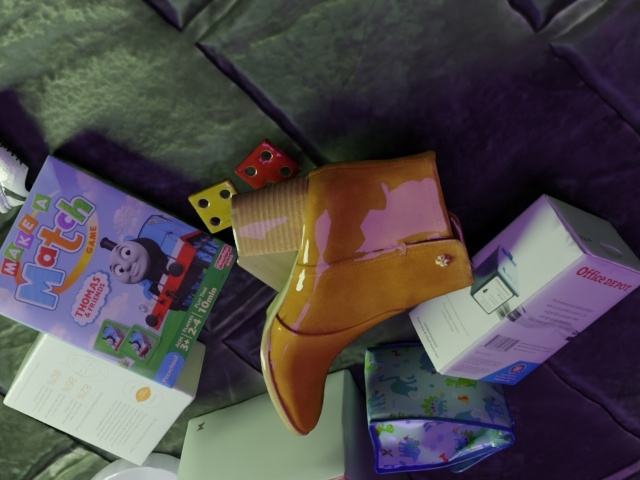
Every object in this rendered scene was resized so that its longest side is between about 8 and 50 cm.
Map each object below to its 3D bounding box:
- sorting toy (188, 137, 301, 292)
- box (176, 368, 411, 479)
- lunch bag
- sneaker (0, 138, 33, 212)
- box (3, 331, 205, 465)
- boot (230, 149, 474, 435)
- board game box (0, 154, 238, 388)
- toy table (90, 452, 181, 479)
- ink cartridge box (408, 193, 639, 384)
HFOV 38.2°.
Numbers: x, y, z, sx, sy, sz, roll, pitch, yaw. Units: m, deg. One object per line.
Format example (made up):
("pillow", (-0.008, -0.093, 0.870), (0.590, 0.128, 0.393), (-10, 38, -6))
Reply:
("sorting toy", (0.000, 0.000, 0.940), (0.274, 0.046, 0.132), (35, 118, -20))
("box", (0.004, 0.354, 1.102), (0.214, 0.168, 0.345), (-20, 120, 15))
("lunch bag", (0.127, 0.178, 1.005), (0.151, 0.129, 0.096), (-8, 124, 5))
("sneaker", (-0.314, -0.081, 0.908), (0.043, 0.040, 0.109), (-18, 126, -6))
("box", (-0.235, 0.147, 1.018), (0.170, 0.091, 0.130), (30, 119, -16))
("boot", (0.044, 0.062, 0.890), (0.211, 0.104, 0.295), (-8, 119, 7))
("board game box", (-0.210, 0.033, 0.926), (0.211, 0.039, 0.160), (27, 85, -15))
("toy table", (-0.245, 0.416, 1.157), (0.252, 0.161, 0.274), (10, 124, -5))
("ink cartridge box", (0.207, 0.056, 0.920), (0.139, 0.082, 0.191), (16, 127, -45))
